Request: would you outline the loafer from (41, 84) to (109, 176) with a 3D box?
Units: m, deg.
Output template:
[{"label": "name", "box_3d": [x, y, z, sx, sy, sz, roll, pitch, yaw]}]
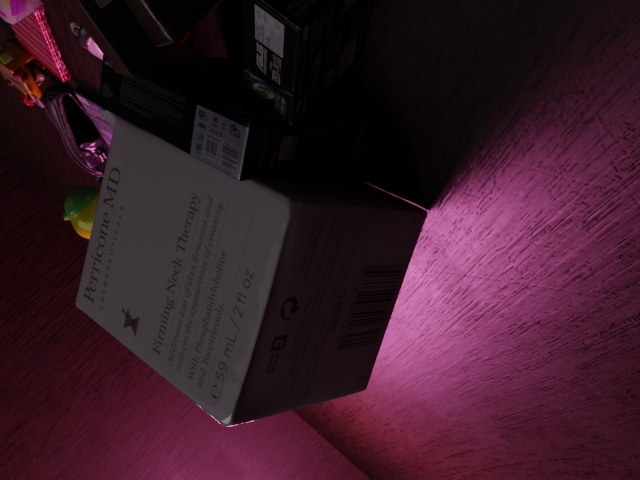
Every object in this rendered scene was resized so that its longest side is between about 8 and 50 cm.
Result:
[{"label": "loafer", "box_3d": [-0.667, -0.297, 1.953, 0.095, 0.109, 0.303, 15, 143, 44]}]

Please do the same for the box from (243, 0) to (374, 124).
[{"label": "box", "box_3d": [-0.012, -0.246, 0.795, 0.077, 0.147, 0.180, 39, 160, 11]}]

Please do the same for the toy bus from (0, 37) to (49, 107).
[{"label": "toy bus", "box_3d": [-0.778, -0.452, 1.842, 0.202, 0.104, 0.191, 52, 159, -20]}]

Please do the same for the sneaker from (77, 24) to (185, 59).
[{"label": "sneaker", "box_3d": [-0.270, -0.289, 1.085, 0.145, 0.090, 0.270, 30, -179, -3]}]

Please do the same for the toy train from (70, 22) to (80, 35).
[{"label": "toy train", "box_3d": [-0.427, -0.435, 1.306, 0.125, 0.046, 0.166, 30, 157, -1]}]

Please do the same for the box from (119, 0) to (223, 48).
[{"label": "box", "box_3d": [-0.225, -0.377, 0.895, 0.167, 0.168, 0.203, 10, 141, 55]}]

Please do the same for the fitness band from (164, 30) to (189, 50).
[{"label": "fitness band", "box_3d": [-0.331, -0.438, 1.144, 0.209, 0.054, 0.291, 4, 138, 55]}]

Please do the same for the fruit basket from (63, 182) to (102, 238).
[{"label": "fruit basket", "box_3d": [-0.356, -0.074, 1.554, 0.391, 0.283, 0.392, 24, 161, 9]}]

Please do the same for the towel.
[{"label": "towel", "box_3d": [-0.703, -0.524, 1.675, 0.199, 0.031, 0.275, 39, 157, 15]}]

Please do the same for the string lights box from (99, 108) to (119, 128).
[{"label": "string lights box", "box_3d": [-0.336, -0.248, 1.362, 0.133, 0.077, 0.259, 50, 156, -19]}]

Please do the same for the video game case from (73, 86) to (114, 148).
[{"label": "video game case", "box_3d": [-0.539, -0.275, 1.869, 0.196, 0.026, 0.274, 30, 157, 30]}]

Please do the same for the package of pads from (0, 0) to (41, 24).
[{"label": "package of pads", "box_3d": [-0.636, -0.561, 1.250, 0.296, 0.101, 0.229, 48, 162, -13]}]

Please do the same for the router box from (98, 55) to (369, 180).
[{"label": "router box", "box_3d": [-0.125, -0.186, 0.992, 0.308, 0.242, 0.081, 29, 117, 32]}]

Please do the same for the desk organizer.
[{"label": "desk organizer", "box_3d": [-0.266, -0.272, 0.868, 0.050, 0.047, 0.130, 22, 151, 47]}]

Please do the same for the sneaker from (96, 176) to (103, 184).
[{"label": "sneaker", "box_3d": [-0.562, -0.127, 2.136, 0.275, 0.107, 0.110, 47, 179, 3]}]

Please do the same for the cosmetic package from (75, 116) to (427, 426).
[{"label": "cosmetic package", "box_3d": [-0.115, 0.030, 1.097, 0.393, 0.330, 0.327, 26, -164, 36]}]
